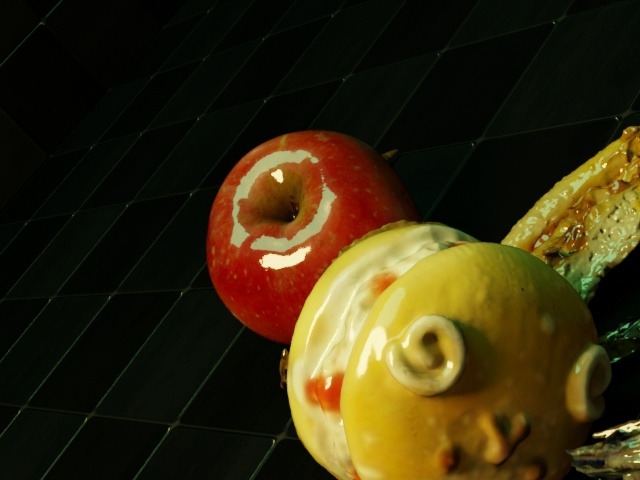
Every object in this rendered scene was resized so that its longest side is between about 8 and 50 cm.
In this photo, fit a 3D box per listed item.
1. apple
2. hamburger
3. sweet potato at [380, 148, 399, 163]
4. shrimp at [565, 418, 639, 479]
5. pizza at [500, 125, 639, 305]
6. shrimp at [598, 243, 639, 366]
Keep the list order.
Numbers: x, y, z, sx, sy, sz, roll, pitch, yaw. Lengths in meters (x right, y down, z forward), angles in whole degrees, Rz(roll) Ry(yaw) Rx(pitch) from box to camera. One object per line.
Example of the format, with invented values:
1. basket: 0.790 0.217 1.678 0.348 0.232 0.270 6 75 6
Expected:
1. apple: 0.000 0.000 1.489 0.260 0.216 0.260 -16 56 25
2. hamburger: 0.108 0.144 1.093 0.302 0.261 0.186 -62 29 1
3. sweet potato: 0.071 -0.097 1.802 0.117 0.049 0.049 -39 22 -20
4. shrimp: 0.321 0.174 0.935 0.317 0.062 0.164 -16 37 40
5. pizza: 0.250 0.011 1.295 0.365 0.074 0.182 -45 13 -6
6. shrimp: 0.300 0.057 1.194 0.195 0.035 0.148 -34 25 15
